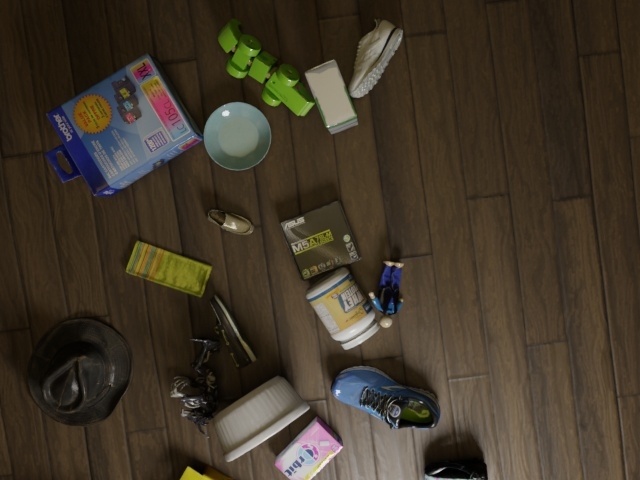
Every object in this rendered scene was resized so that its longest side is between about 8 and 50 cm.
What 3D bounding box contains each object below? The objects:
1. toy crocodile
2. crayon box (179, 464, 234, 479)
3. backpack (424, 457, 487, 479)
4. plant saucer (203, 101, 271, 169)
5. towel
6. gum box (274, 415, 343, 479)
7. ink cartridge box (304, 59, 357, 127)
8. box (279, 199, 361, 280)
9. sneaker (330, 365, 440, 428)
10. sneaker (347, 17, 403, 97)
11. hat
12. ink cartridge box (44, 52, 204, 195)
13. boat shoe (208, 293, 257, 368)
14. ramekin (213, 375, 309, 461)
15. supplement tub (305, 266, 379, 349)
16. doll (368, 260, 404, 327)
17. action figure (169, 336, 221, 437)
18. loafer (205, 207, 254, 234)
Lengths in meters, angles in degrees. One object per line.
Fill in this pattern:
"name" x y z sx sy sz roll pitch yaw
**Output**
"toy crocodile" -0.154 -0.486 1.880 0.340 0.105 0.115 39 134 -2
"crayon box" -0.294 0.808 1.950 0.318 0.081 0.202 31 93 -1
"backpack" 0.388 0.695 1.906 0.181 0.152 0.115 -5 83 13
"plant saucer" -0.238 -0.299 1.918 0.194 0.037 0.195 0 92 1
"towel" -0.444 0.084 1.947 0.237 0.021 0.102 19 94 0
"gum box" -0.037 0.624 1.946 0.107 0.062 0.188 45 92 -1
"ink cartridge box" 0.035 -0.386 1.820 0.092 0.219 0.160 -22 91 5
"box" 0.000 0.000 1.925 0.190 0.045 0.184 -20 95 1
"sneaker" 0.191 0.453 1.893 0.329 0.147 0.130 15 93 1
"sneaker" 0.138 -0.515 1.887 0.094 0.090 0.235 33 89 12
"hat" -0.714 0.392 1.912 0.331 0.134 0.332 0 93 2
"ink cartridge box" -0.568 -0.302 1.870 0.395 0.151 0.270 -31 92 4
"boat shoe" -0.267 0.265 1.923 0.068 0.081 0.228 -30 94 -2
"ramekin" -0.175 0.487 1.849 0.272 0.273 0.127 -34 81 2
"supplement tub" 0.064 0.192 1.883 0.144 0.144 0.200 -33 92 2
"doll" 0.192 0.155 1.909 0.129 0.046 0.189 9 86 -34
"action figure" -0.358 0.416 1.899 0.140 0.164 0.276 7 83 -12
"loafer" -0.265 -0.053 1.923 0.148 0.050 0.056 17 93 0
